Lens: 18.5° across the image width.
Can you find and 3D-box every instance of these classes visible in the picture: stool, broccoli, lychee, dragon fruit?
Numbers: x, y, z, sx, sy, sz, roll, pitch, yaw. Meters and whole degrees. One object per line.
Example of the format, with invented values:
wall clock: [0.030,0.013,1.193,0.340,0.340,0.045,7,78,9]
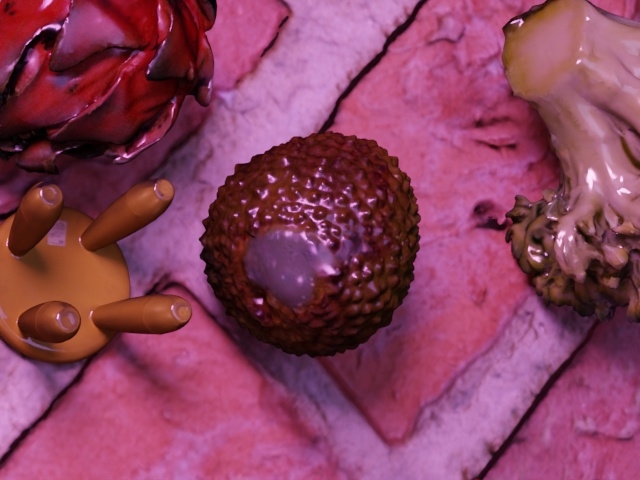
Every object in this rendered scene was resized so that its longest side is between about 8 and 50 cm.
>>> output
stool: [-0.156,0.019,1.307,0.135,0.110,0.134,43,62,-14]
broccoli: [0.255,-0.088,1.497,0.245,0.248,0.288,34,64,-28]
lychee: [0.000,0.000,1.385,0.171,0.171,0.171,8,75,-29]
dragon fruit: [-0.157,-0.131,1.308,0.182,0.182,0.188,14,73,-28]

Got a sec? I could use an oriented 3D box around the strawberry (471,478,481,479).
strawberry: [0.135,0.305,1.366,0.274,0.220,0.274,36,25,-20]
